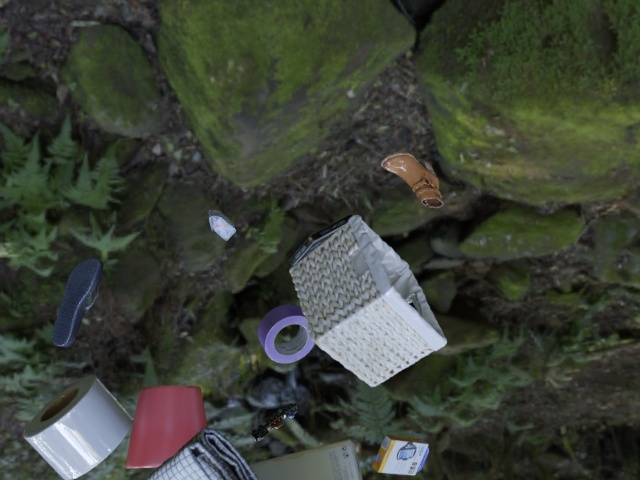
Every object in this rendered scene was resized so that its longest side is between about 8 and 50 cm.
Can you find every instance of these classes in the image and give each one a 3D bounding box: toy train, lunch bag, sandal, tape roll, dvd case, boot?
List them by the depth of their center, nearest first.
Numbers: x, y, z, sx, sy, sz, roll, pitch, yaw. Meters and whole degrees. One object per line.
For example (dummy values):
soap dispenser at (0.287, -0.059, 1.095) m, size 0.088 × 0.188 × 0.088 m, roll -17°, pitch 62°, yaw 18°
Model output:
toy train at (-0.120, 0.489, 1.838) m, size 0.158 × 0.036 × 0.027 m, roll -30°, pitch 153°, yaw -34°
sandal at (-0.663, 0.168, 1.877) m, size 0.097 × 0.255 × 0.054 m, roll 19°, pitch 175°, yaw 33°
tape roll at (-0.680, 0.521, 1.923) m, size 0.246 × 0.169 × 0.246 m, roll -32°, pitch -163°, yaw 11°
lunch bag at (-0.287, -0.048, 1.943) m, size 0.053 × 0.083 × 0.071 m, roll -44°, pitch -157°, yaw 4°
boot at (0.276, -0.175, 2.015) m, size 0.197 × 0.153 × 0.073 m, roll 6°, pitch 144°, yaw -28°
tape roll at (-0.113, 0.319, 2.332) m, size 0.188 × 0.189 × 0.080 m, roll 0°, pitch -154°, yaw -25°
dvd case at (0.000, 0.000, 2.358) m, size 0.179 × 0.030 × 0.239 m, roll -29°, pitch 170°, yaw -29°

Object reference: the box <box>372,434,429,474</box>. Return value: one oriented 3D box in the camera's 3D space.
box at (0.186, 0.483, 1.537) m, size 0.136 × 0.081 × 0.028 m, roll 19°, pitch -174°, yaw -38°

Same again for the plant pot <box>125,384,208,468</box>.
plant pot at (-0.477, 0.592, 2.170) m, size 0.274 × 0.243 × 0.275 m, roll -2°, pitch 163°, yaw -1°

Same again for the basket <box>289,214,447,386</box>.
basket at (0.131, 0.176, 1.920) m, size 0.266 × 0.328 × 0.331 m, roll -37°, pitch 131°, yaw 14°

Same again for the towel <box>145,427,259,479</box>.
towel at (-0.224, 0.561, 1.439) m, size 0.235 × 0.284 × 0.121 m, roll -43°, pitch 178°, yaw 27°

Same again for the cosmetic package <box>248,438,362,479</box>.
cosmetic package at (-0.057, 0.588, 1.689) m, size 0.309 × 0.113 × 0.160 m, roll -13°, pitch 158°, yaw 1°
